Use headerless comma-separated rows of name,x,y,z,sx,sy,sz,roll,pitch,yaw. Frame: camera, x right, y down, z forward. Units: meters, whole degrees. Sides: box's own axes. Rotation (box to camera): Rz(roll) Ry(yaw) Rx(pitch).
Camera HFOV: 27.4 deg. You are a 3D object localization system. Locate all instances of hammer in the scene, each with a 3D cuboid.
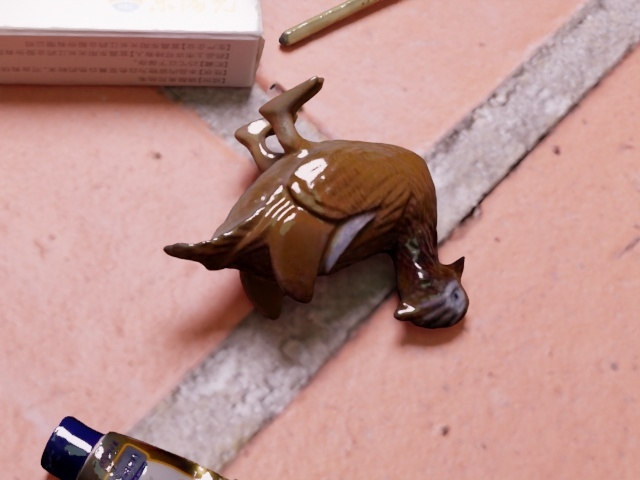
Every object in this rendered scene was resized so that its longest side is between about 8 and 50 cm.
hammer,0.047,-0.191,0.949,0.195,0.028,0.060,-28,66,-19

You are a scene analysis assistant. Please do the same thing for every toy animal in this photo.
toy animal,0.000,0.000,0.819,0.188,0.089,0.179,-30,87,-27

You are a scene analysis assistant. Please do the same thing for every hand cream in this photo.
hand cream,-0.083,0.154,0.750,0.163,0.039,0.062,29,47,3

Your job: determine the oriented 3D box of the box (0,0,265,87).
box,-0.216,-0.204,0.887,0.343,0.065,0.200,-1,65,-10
